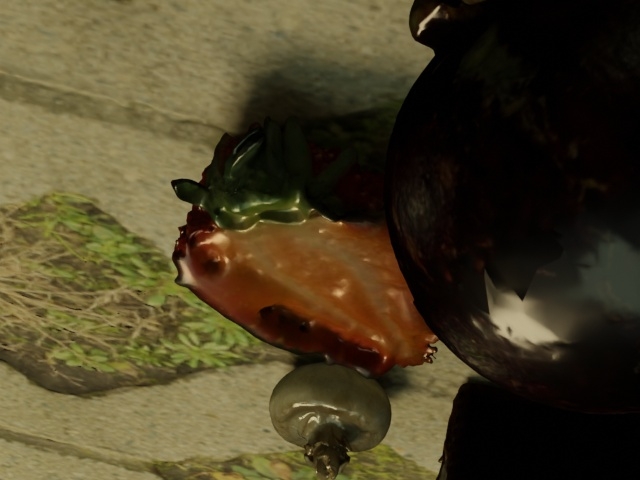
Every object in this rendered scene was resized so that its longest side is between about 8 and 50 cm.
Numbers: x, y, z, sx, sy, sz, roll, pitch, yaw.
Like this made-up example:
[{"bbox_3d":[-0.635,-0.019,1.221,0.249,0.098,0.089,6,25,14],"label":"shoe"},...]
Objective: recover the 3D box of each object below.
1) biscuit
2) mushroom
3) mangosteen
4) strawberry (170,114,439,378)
[{"bbox_3d":[0.270,0.183,0.992,0.388,0.107,0.073,10,142,3],"label":"biscuit"},{"bbox_3d":[0.005,0.127,1.013,0.085,0.079,0.085,7,148,4],"label":"mushroom"},{"bbox_3d":[0.123,-0.056,0.635,0.228,0.228,0.265,-25,94,40],"label":"mangosteen"},{"bbox_3d":[-0.001,-0.002,0.831,0.192,0.085,0.140,18,137,-18],"label":"strawberry"}]
